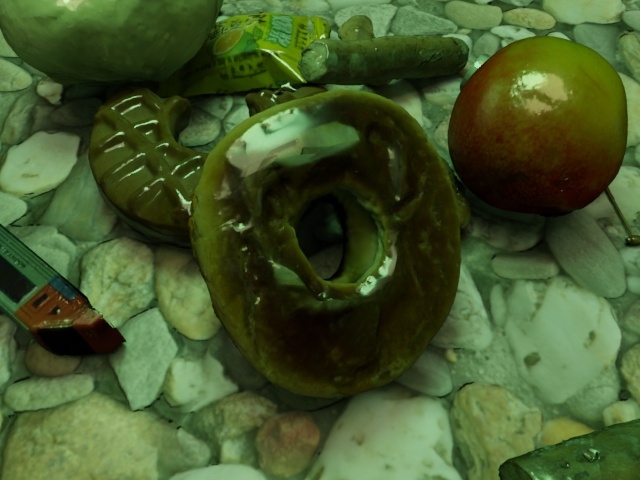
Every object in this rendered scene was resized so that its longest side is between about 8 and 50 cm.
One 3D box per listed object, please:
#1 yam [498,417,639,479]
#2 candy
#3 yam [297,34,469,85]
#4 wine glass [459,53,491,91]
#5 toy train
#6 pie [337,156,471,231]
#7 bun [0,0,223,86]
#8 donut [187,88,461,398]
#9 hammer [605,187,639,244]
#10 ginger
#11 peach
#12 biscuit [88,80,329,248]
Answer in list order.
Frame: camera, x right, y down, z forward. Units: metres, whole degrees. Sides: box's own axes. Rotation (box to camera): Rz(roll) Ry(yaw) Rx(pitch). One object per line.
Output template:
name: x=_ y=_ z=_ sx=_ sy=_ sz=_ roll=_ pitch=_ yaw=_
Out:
yam: x=0.292 y=0.244 z=0.529 sx=0.194 sy=0.107 sz=0.107 roll=-13 pitch=58 yaw=-10
candy: x=-0.128 y=-0.310 z=0.894 sx=0.297 sy=0.081 sz=0.187 roll=-2 pitch=57 yaw=8
yam: x=0.109 y=-0.289 z=0.848 sx=0.317 sy=0.067 sz=0.071 roll=-14 pitch=92 yaw=-31
wine glass: x=0.304 y=-0.228 z=0.855 sx=0.073 sy=0.073 sz=0.155 roll=-35 pitch=67 yaw=-21
toy train: x=-0.419 y=0.025 z=0.673 sx=0.409 sy=0.086 sz=0.089 roll=34 pitch=64 yaw=19
pie: x=0.122 y=-0.055 z=0.754 sx=0.195 sy=0.046 sz=0.195 roll=1 pitch=60 yaw=-2
bun: x=-0.288 y=-0.342 z=0.796 sx=0.361 sy=0.213 sz=0.361 roll=-27 pitch=22 yaw=12
donut: x=0.000 y=0.000 z=0.605 sx=0.330 sy=0.160 sz=0.330 roll=2 pitch=85 yaw=-26
hammer: x=0.432 y=-0.044 z=0.771 sx=0.029 sy=0.014 sz=0.123 roll=0 pitch=54 yaw=-11
ginger: x=0.074 y=-0.335 z=0.936 sx=0.069 sy=0.051 sz=0.173 roll=-3 pitch=64 yaw=-16
peach: x=0.287 y=-0.144 z=0.708 sx=0.231 sy=0.231 sz=0.231 roll=0 pitch=57 yaw=0
biscuit: x=-0.142 y=-0.110 z=0.748 sx=0.366 sy=0.115 sz=0.268 roll=-2 pitch=58 yaw=-1
